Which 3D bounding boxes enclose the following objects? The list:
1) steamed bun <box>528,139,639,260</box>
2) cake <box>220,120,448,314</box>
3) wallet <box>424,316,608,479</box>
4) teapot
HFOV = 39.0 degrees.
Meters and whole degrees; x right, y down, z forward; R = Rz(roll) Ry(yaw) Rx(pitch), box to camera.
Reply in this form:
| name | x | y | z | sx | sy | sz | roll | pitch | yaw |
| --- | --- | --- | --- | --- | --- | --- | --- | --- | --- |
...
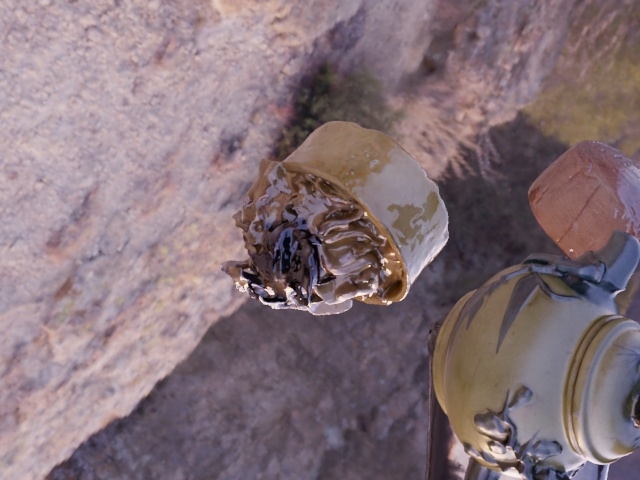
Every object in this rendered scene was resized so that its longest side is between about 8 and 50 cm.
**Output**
| name | x | y | z | sx | sy | sz | roll | pitch | yaw |
| --- | --- | --- | --- | --- | --- | --- | --- | --- | --- |
| steamed bun | 0.385 | -0.049 | 1.238 | 0.106 | 0.175 | 0.145 | -19 | 158 | -40 |
| cake | 0.006 | 0.007 | 1.515 | 0.321 | 0.332 | 0.332 | -46 | 157 | -26 |
| wallet | 0.237 | 0.286 | 1.126 | 0.062 | 0.228 | 0.406 | -52 | 147 | -50 |
| teapot | 0.191 | 0.121 | 0.706 | 0.173 | 0.183 | 0.269 | 19 | 82 | -45 |
